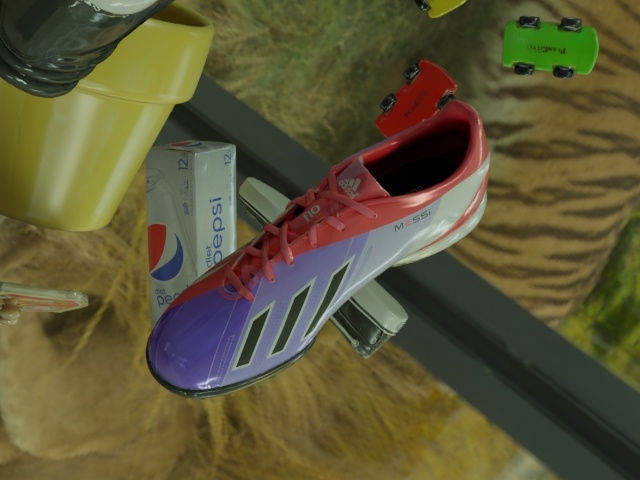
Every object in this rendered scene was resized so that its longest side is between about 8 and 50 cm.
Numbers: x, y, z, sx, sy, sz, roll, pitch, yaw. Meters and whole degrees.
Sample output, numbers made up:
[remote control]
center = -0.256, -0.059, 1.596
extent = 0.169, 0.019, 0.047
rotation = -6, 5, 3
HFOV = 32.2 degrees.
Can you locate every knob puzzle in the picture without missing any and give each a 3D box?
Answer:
[knob puzzle]
center = -0.321, 0.069, 1.117
extent = 0.213, 0.213, 0.030
rotation = 13, 73, -59

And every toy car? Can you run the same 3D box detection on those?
[toy car]
center = 0.179, -0.209, 1.172
extent = 0.053, 0.225, 0.239
rotation = -42, 138, -69

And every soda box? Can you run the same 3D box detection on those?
[soda box]
center = -0.180, 0.007, 1.562
extent = 0.098, 0.091, 0.286
rotation = -21, 115, -56

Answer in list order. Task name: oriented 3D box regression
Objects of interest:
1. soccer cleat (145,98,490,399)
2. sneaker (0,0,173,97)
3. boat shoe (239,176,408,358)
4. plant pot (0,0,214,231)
[soccer cleat]
center = 0.000, 0.000, 0.846
extent = 0.318, 0.108, 0.116
rotation = -32, 150, -20
[sneaker]
center = -0.129, -0.196, 0.739
extent = 0.147, 0.104, 0.296
rotation = -28, -162, 34
[boat shoe]
center = -0.012, 0.028, 1.126
extent = 0.070, 0.219, 0.078
rotation = -47, 173, 12
[plant pot]
center = -0.264, -0.150, 1.146
extent = 0.254, 0.254, 0.239
rotation = -4, 119, -53
